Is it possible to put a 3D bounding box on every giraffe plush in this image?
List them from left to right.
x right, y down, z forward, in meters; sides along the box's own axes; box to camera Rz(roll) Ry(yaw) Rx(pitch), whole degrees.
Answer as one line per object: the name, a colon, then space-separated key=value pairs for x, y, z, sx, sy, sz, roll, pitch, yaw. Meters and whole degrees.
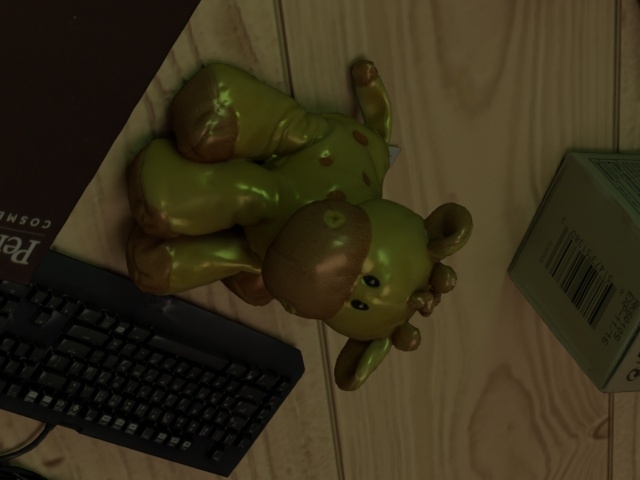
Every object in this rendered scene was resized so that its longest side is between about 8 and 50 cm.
giraffe plush: x=0.000 y=0.000 z=1.241 sx=0.210 sy=0.170 sz=0.181 roll=-12 pitch=132 yaw=-25

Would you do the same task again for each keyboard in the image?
keyboard: x=-0.166 y=0.113 z=1.339 sx=0.317 sy=0.033 sz=0.201 roll=24 pitch=112 yaw=-44

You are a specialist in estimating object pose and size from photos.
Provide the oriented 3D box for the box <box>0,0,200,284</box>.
box: x=-0.160 y=-0.174 z=1.004 sx=0.191 sy=0.143 sz=0.381 roll=13 pitch=121 yaw=-41

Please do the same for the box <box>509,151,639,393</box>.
box: x=0.317 y=0.022 z=1.495 sx=0.311 sy=0.148 sz=0.121 roll=1 pitch=127 yaw=-33
